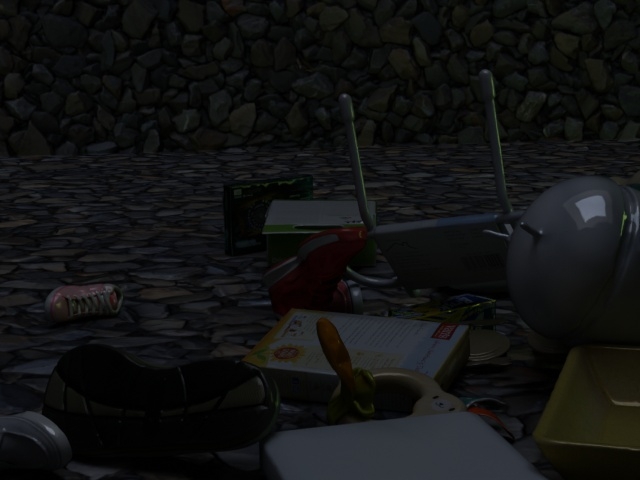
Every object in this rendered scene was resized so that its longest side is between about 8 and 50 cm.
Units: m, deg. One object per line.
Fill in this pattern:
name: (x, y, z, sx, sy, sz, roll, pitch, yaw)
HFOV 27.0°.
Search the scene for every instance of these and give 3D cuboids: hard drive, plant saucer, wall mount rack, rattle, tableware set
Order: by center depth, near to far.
hard drive: (0.094, 0.238, 1.187, 0.233, 0.047, 0.353, -4, 13, -14)
plant saucer: (0.396, 0.191, 1.314, 0.333, 0.081, 0.333, 3, 13, 17)
rattle: (0.105, 0.143, 1.417, 0.199, 0.143, 0.130, 2, 13, 18)
tableware set: (0.252, 0.140, 1.683, 0.194, 0.039, 0.128, -5, 23, 7)
wall mount rack: (0.164, -0.057, 1.754, 0.350, 0.304, 0.130, -7, 44, 29)

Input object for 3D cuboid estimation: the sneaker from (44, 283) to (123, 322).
sneaker: (-0.337, 0.088, 1.933, 0.070, 0.051, 0.134, -1, 6, 26)

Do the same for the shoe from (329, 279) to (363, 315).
shoe: (0.004, 0.086, 1.911, 0.081, 0.063, 0.178, -5, 7, -13)

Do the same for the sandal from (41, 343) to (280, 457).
sandal: (-0.170, 0.181, 1.393, 0.302, 0.120, 0.086, 3, -23, 29)

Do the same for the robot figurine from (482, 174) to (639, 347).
robot figurine: (0.368, 0.048, 1.566, 0.353, 0.200, 0.300, 21, -21, -11)

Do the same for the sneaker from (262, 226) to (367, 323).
sneaker: (0.007, 0.069, 1.758, 0.087, 0.128, 0.221, -6, -17, -29)

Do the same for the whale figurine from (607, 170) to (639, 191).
whale figurine: (0.546, -0.017, 2.231, 0.216, 0.141, 0.272, 35, -15, -10)

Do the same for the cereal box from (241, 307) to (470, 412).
cereal box: (0.044, 0.143, 1.609, 0.240, 0.047, 0.173, 5, 22, 22)

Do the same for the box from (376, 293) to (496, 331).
box: (0.156, 0.113, 1.775, 0.169, 0.054, 0.059, -10, 14, -37)

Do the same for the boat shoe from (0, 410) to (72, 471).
boat shoe: (-0.331, 0.206, 1.346, 0.184, 0.066, 0.063, 10, 30, 33)

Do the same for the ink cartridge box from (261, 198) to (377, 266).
ink cartridge box: (0.000, 0.000, 2.238, 0.188, 0.097, 0.255, 0, 13, 3)

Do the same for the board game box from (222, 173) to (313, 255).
board game box: (-0.092, -0.047, 2.393, 0.186, 0.126, 0.026, -9, 15, -38)

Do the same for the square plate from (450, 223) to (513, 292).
square plate: (0.321, 0.028, 2.191, 0.344, 0.049, 0.347, -3, 12, -10)
